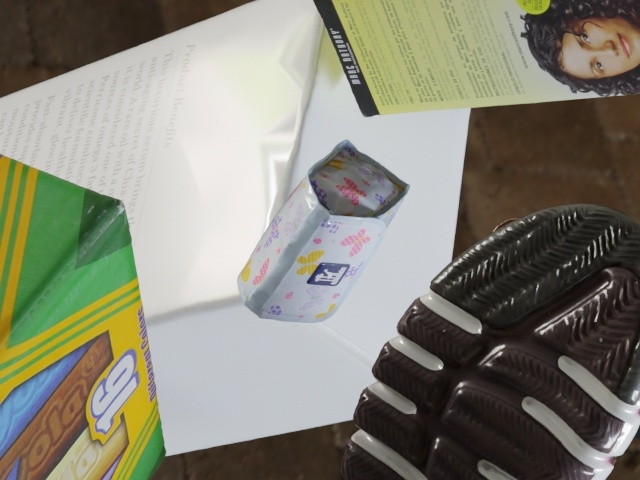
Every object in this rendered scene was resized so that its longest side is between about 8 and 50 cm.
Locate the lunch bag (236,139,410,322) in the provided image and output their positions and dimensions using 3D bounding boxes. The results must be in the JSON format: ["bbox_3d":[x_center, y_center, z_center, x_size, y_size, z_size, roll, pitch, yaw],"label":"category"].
[{"bbox_3d":[0.000,0.000,0.852,0.053,0.071,0.083,37,25,7],"label":"lunch bag"}]

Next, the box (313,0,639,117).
[{"bbox_3d":[0.114,-0.122,0.949,0.058,0.232,0.087,-52,128,-41],"label":"box"}]

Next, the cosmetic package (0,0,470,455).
[{"bbox_3d":[-0.137,0.015,1.181,0.161,0.453,0.230,37,51,-39],"label":"cosmetic package"}]

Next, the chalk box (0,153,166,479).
[{"bbox_3d":[-0.213,0.107,0.672,0.180,0.179,0.289,21,52,19],"label":"chalk box"}]

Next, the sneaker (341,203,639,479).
[{"bbox_3d":[0.080,0.106,0.787,0.106,0.281,0.162,40,18,25],"label":"sneaker"}]

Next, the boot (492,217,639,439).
[{"bbox_3d":[0.214,0.067,1.440,0.219,0.082,0.106,51,11,-3],"label":"boot"}]
